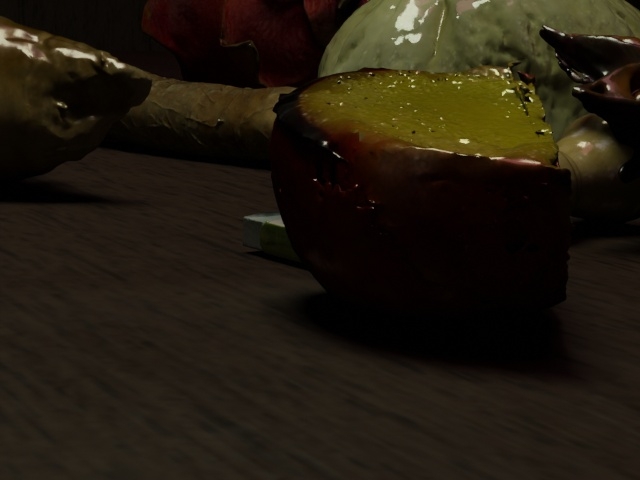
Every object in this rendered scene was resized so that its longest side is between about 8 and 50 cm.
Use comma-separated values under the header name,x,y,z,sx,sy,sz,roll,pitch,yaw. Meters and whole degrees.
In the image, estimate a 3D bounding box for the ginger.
name,x,y,z,sx,sy,sz,roll,pitch,yaw
ginger,-0.233,-0.088,0.950,0.270,0.123,0.219,14,13,10

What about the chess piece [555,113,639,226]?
name,x,y,z,sx,sy,sz,roll,pitch,yaw
chess piece,0.135,-0.032,0.835,0.066,0.066,0.122,10,19,41

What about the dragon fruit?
name,x,y,z,sx,sy,sz,roll,pitch,yaw
dragon fruit,-0.038,-0.216,1.440,0.250,0.250,0.315,-7,27,-40

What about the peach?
name,x,y,z,sx,sy,sz,roll,pitch,yaw
peach,0.050,-0.013,0.610,0.127,0.093,0.172,-8,24,-22

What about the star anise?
name,x,y,z,sx,sy,sz,roll,pitch,yaw
star anise,0.189,-0.071,0.819,0.157,0.053,0.212,30,43,-5

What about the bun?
name,x,y,z,sx,sy,sz,roll,pitch,yaw
bun,0.116,-0.120,1.040,0.243,0.153,0.244,-7,15,2

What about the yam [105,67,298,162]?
name,x,y,z,sx,sy,sz,roll,pitch,yaw
yam,-0.108,-0.097,1.180,0.299,0.066,0.066,12,14,41

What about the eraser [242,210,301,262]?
name,x,y,z,sx,sy,sz,roll,pitch,yaw
eraser,0.000,0.000,0.732,0.038,0.019,0.083,-7,12,-35
